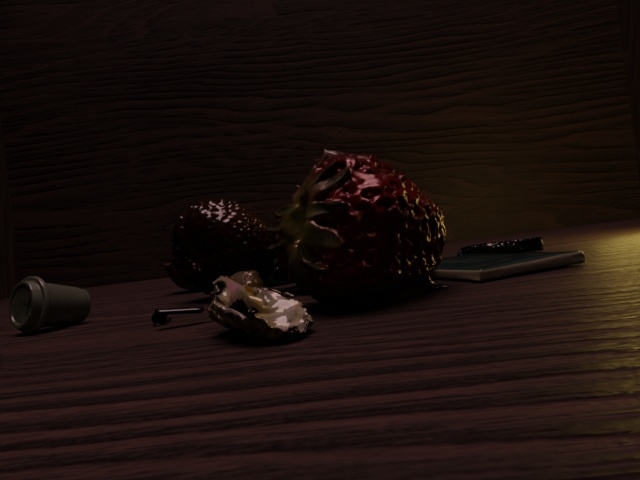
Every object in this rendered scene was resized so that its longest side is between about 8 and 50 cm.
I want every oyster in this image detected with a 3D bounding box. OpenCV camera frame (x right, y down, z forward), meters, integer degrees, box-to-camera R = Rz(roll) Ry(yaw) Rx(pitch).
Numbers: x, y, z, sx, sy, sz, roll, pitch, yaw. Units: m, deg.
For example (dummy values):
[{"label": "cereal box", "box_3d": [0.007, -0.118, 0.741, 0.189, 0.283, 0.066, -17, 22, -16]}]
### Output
[{"label": "oyster", "box_3d": [-0.095, 0.102, 0.679, 0.208, 0.072, 0.132, 18, 10, 38]}]

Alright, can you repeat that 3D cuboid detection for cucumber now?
[{"label": "cucumber", "box_3d": [0.551, 0.025, 1.535, 0.256, 0.043, 0.044, -8, -5, 27]}]

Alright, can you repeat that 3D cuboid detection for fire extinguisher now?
[{"label": "fire extinguisher", "box_3d": [-0.302, 0.145, 0.945, 0.038, 0.025, 0.083, 31, -9, -12]}]

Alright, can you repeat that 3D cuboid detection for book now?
[{"label": "book", "box_3d": [0.357, 0.056, 1.142, 0.263, 0.031, 0.379, -7, 0, -18]}]

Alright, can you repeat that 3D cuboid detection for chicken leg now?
[{"label": "chicken leg", "box_3d": [-0.152, 0.105, 1.076, 0.084, 0.069, 0.197, -9, 8, -30]}]

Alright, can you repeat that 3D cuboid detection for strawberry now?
[{"label": "strawberry", "box_3d": [0.100, -0.003, 0.885, 0.343, 0.293, 0.292, 13, -9, -25]}]

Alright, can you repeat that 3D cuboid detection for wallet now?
[{"label": "wallet", "box_3d": [-0.070, 0.039, 1.357, 0.044, 0.149, 0.250, -4, -7, 21]}]

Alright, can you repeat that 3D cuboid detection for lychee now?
[{"label": "lychee", "box_3d": [-0.244, 0.019, 1.298, 0.267, 0.268, 0.267, -7, 0, 0]}]

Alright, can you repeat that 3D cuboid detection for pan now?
[{"label": "pan", "box_3d": [-0.172, 0.125, 0.883, 0.234, 0.028, 0.136, -4, -1, -16]}]

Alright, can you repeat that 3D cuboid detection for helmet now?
[{"label": "helmet", "box_3d": [-0.408, 0.104, 1.671, 0.224, 0.130, 0.198, -17, -6, 10]}]

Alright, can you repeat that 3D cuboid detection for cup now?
[{"label": "cup", "box_3d": [-0.580, 0.139, 1.074, 0.119, 0.120, 0.141, -7, -10, 32]}]

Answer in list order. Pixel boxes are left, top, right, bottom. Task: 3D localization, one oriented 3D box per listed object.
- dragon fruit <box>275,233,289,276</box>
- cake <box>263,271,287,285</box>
[{"label": "dragon fruit", "box_3d": [0.004, 0.005, 1.179, 0.240, 0.241, 0.252, -7, -25, -30]}, {"label": "cake", "box_3d": [-0.202, 0.094, 1.453, 0.235, 0.099, 0.100, -8, -1, -31]}]
